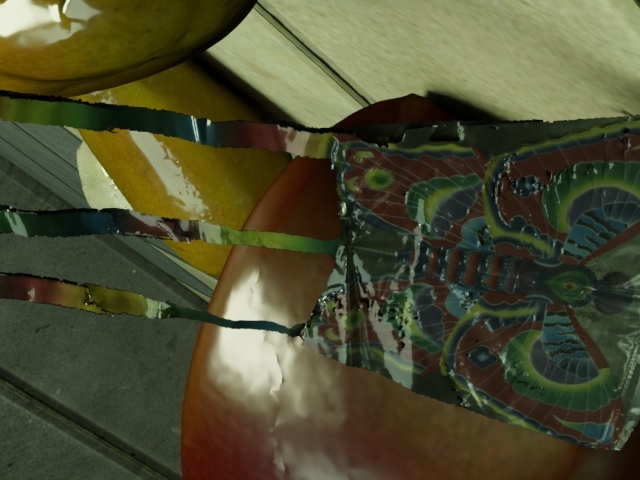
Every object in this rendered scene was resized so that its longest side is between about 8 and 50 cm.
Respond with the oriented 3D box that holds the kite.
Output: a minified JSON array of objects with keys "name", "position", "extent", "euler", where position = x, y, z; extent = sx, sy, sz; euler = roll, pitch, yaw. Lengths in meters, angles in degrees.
[{"name":"kite","position":[0.000,0.000,0.654],"extent":[0.285,0.152,0.015],"euler":[8,-146,-2]}]

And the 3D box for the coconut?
[{"name":"coconut","position":[-0.126,-0.058,1.309],"extent":[0.110,0.110,0.124],"euler":[36,170,-26]}]

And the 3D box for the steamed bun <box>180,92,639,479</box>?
[{"name":"steamed bun","position":[0.070,0.103,0.894],"extent":[0.235,0.248,0.379],"euler":[31,174,19]}]

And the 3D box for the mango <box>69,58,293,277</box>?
[{"name":"mango","position":[-0.094,-0.066,1.103],"extent":[0.227,0.099,0.136],"euler":[48,170,-37]}]

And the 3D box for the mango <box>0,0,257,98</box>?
[{"name":"mango","position":[-0.119,-0.121,0.661],"extent":[0.236,0.136,0.166],"euler":[17,158,44]}]
